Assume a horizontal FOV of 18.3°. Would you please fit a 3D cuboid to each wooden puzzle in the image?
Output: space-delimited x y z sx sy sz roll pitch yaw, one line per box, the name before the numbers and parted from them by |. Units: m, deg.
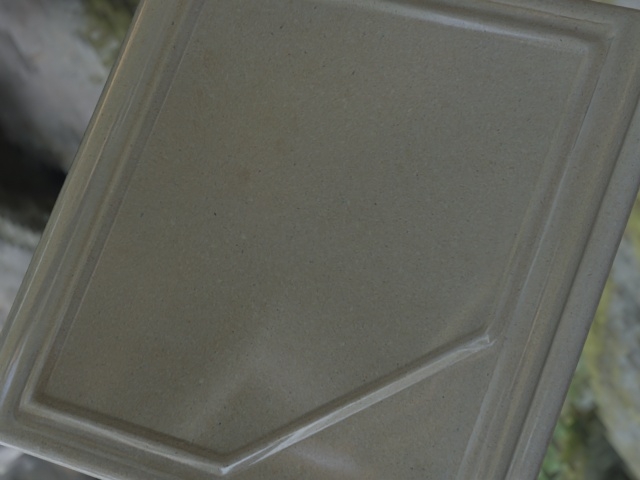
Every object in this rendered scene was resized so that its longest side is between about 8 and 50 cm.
wooden puzzle | 0.000 0.000 0.737 0.238 0.221 0.044 14 166 31
